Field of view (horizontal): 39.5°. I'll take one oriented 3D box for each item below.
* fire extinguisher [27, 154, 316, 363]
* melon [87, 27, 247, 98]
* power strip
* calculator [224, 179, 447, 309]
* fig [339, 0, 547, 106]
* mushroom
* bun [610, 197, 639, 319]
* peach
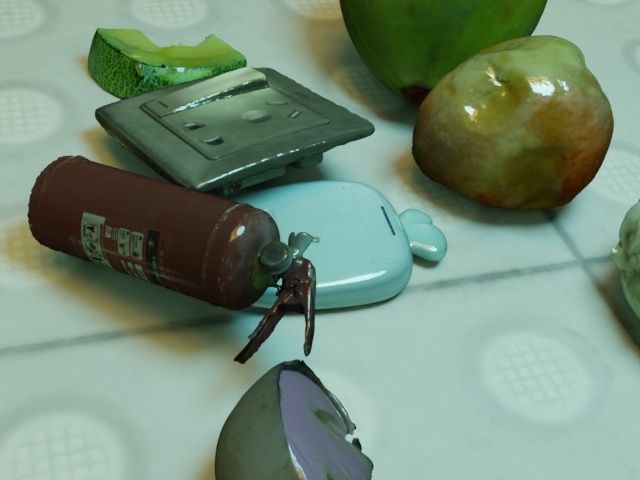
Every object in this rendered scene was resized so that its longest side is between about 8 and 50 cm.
[{"bbox_3d":[-0.139,0.020,0.882,0.337,0.106,0.147,17,75,25],"label":"fire extinguisher"},{"bbox_3d":[-0.203,-0.235,1.200,0.210,0.064,0.118,-3,40,-17],"label":"melon"},{"bbox_3d":[-0.104,-0.123,1.079,0.257,0.092,0.251,-22,44,-27],"label":"power strip"},{"bbox_3d":[0.000,0.000,1.004,0.295,0.042,0.184,-6,46,-15],"label":"calculator"},{"bbox_3d":[0.161,-0.328,1.218,0.316,0.316,0.316,5,44,-5],"label":"fig"},{"bbox_3d":[-0.028,0.192,0.753,0.117,0.141,0.188,-24,30,11],"label":"mushroom"},{"bbox_3d":[0.419,0.033,0.984,0.229,0.145,0.229,21,55,-32],"label":"bun"},{"bbox_3d":[0.226,-0.142,1.091,0.236,0.214,0.214,-10,45,2],"label":"peach"}]
